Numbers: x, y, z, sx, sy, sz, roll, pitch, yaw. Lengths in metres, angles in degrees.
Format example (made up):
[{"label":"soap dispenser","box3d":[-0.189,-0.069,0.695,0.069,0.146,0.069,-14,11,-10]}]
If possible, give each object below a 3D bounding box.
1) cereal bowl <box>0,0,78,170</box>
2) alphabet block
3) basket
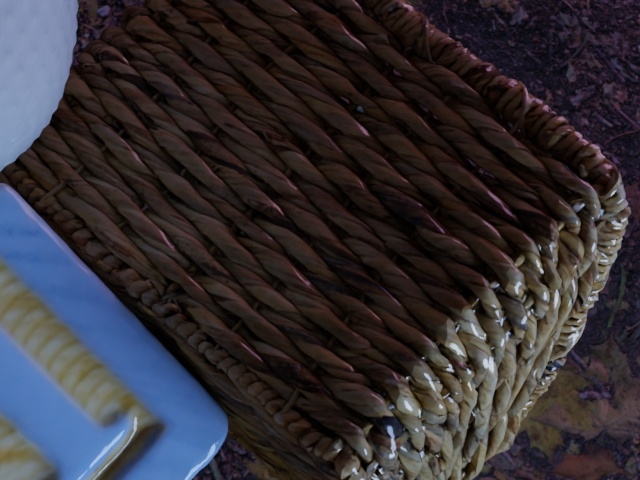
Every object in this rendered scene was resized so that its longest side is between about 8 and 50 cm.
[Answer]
[{"label":"cereal bowl","box3d":[-0.284,-0.070,0.843,0.339,0.339,0.141,21,-67,61]},{"label":"alphabet block","box3d":[-0.198,0.090,0.957,0.192,0.193,0.197,50,-13,-17]},{"label":"basket","box3d":[0.000,0.000,0.995,0.299,0.223,0.213,38,-14,22]}]
